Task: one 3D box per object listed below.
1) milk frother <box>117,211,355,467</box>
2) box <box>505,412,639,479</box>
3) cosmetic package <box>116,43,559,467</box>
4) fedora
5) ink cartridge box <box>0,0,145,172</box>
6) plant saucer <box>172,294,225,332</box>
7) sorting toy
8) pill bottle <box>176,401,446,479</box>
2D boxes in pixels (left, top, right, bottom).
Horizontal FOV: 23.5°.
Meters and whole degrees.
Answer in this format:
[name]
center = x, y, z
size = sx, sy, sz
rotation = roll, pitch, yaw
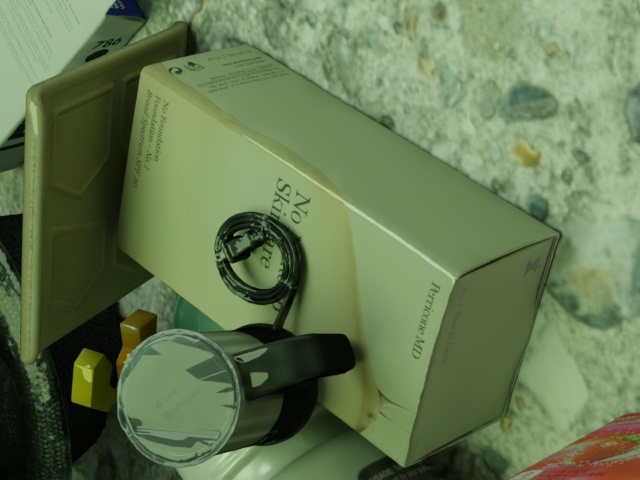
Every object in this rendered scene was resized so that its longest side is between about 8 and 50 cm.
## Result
[milk frother]
center = -0.063, 0.059, 0.982
size = 0.129, 0.134, 0.143
rotation = -39, 76, 15
[box]
center = 0.263, 0.178, 0.847
size = 0.300, 0.142, 0.154
rotation = -14, 94, 48
[cosmetic package]
center = 0.000, 0.000, 1.081
size = 0.309, 0.113, 0.160
rotation = 34, 126, 34
[fedora]
center = -0.271, 0.099, 1.365
size = 0.334, 0.152, 0.334
rotation = 23, 124, 38
[ink cartridge box]
center = -0.249, -0.198, 1.302
size = 0.332, 0.065, 0.165
rotation = -37, 77, 48
[plant saucer]
center = -0.074, 0.084, 1.253
size = 0.119, 0.021, 0.119
rotation = 18, 116, 42
[sorting toy]
center = -0.173, 0.000, 1.181
size = 0.041, 0.229, 0.307
rotation = 16, 117, 18
[pill bottle]
center = 0.036, 0.243, 1.082
size = 0.318, 0.176, 0.176
rotation = 52, 134, 20
